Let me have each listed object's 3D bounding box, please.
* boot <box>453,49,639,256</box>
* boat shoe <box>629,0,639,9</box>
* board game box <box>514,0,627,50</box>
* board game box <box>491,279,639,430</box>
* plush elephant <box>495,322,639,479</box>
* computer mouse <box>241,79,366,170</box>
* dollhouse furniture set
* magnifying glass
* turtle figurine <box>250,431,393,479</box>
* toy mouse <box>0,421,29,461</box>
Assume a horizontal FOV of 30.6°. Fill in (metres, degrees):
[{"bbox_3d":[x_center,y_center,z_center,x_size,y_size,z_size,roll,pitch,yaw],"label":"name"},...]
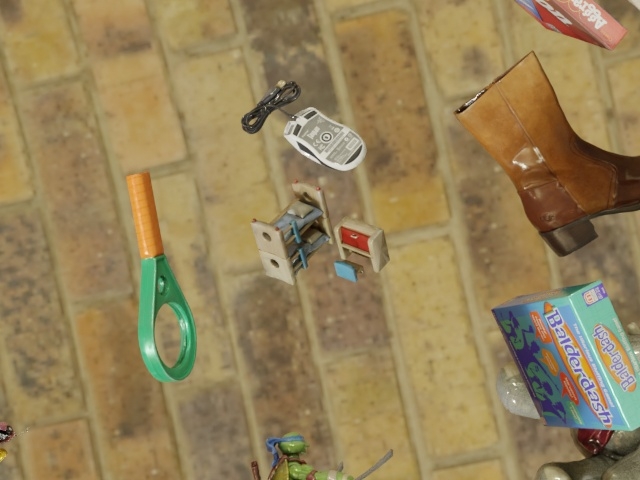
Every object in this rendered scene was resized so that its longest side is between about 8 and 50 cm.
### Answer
[{"bbox_3d":[0.376,-0.157,1.718,0.280,0.264,0.096,55,-165,-8],"label":"boot"},{"bbox_3d":[0.385,-0.367,1.438,0.158,0.127,0.341,20,-142,-53],"label":"boat shoe"},{"bbox_3d":[0.148,-0.276,1.075,0.281,0.027,0.145,35,-174,-22],"label":"board game box"},{"bbox_3d":[0.285,0.134,1.335,0.160,0.047,0.210,65,163,1],"label":"board game box"},{"bbox_3d":[0.425,0.195,1.553,0.272,0.329,0.256,-89,5,-58],"label":"plush elephant"},{"bbox_3d":[-0.016,-0.157,1.731,0.193,0.106,0.042,36,162,20],"label":"computer mouse"},{"bbox_3d":[0.000,0.000,2.016,0.129,0.183,0.129,-46,-41,-31],"label":"dollhouse furniture set"},{"bbox_3d":[-0.176,0.041,1.271,0.092,0.026,0.231,-24,-76,-65],"label":"magnifying glass"},{"bbox_3d":[0.008,0.483,2.072,0.274,0.197,0.266,27,-119,-42],"label":"turtle figurine"},{"bbox_3d":[-0.607,0.357,2.088,0.031,0.161,0.143,55,172,36],"label":"toy mouse"}]
